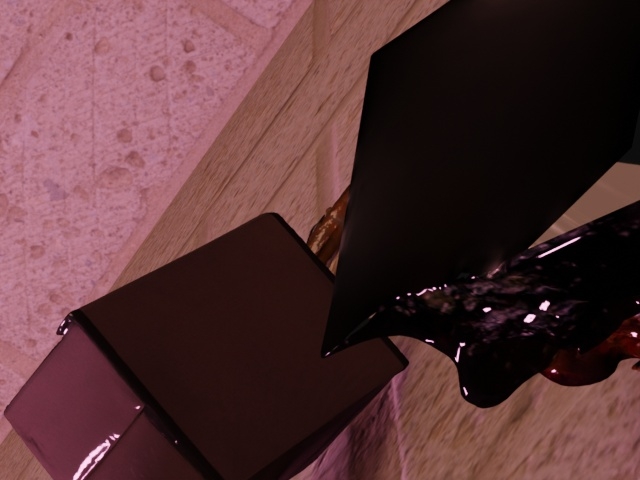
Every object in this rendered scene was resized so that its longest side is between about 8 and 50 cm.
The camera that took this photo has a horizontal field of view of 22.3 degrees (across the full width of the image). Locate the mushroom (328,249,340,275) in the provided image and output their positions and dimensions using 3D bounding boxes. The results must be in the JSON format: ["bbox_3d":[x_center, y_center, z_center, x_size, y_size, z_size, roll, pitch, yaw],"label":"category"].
[{"bbox_3d":[-0.024,0.091,1.701,0.286,0.026,0.028,-57,28,-7],"label":"mushroom"}]

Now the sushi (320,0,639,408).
[{"bbox_3d":[0.155,-0.023,0.844,0.227,0.212,0.215,-30,40,42],"label":"sushi"}]

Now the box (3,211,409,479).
[{"bbox_3d":[-0.090,0.119,1.294,0.153,0.188,0.252,-47,-10,37],"label":"box"}]

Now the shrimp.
[{"bbox_3d":[-0.001,-0.001,1.810,0.178,0.034,0.124,-60,9,-18],"label":"shrimp"}]
